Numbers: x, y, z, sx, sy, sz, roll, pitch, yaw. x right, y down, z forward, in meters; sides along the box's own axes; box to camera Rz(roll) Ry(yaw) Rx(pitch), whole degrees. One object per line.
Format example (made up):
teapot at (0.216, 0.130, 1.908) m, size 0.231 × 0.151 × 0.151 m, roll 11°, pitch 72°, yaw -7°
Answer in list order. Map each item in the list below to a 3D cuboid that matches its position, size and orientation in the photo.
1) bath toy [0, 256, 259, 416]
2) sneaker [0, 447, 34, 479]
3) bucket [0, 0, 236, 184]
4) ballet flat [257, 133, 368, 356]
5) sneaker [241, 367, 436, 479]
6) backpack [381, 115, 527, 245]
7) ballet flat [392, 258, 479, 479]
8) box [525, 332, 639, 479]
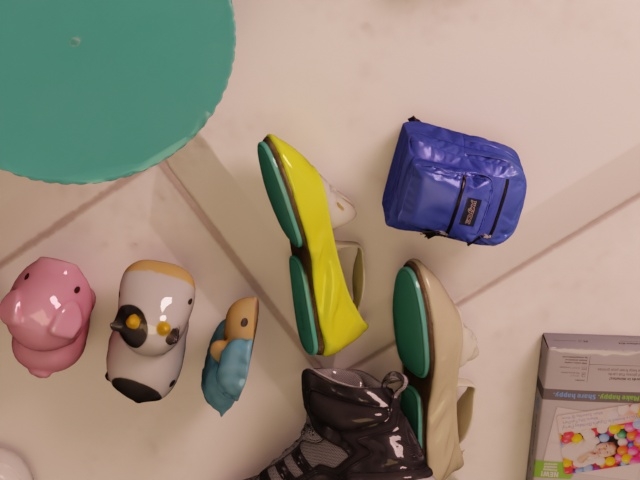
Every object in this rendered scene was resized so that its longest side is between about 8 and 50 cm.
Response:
bath toy at (-0.236, 0.079, 1.080) m, size 0.348 × 0.129 × 0.151 m, roll 10°, pitch 111°, yaw -2°
sneaker at (-0.397, 0.355, 1.168) m, size 0.108 × 0.169 × 0.292 m, roll 34°, pitch 107°, yaw -10°
bucket at (-0.196, -0.191, 0.909) m, size 0.281 × 0.183 × 0.281 m, roll -6°, pitch 123°, yaw -9°
ballet flat at (0.000, 0.000, 1.083) m, size 0.077 × 0.077 × 0.231 m, roll -19°, pitch 114°, yaw -15°
sneaker at (-0.008, 0.206, 1.143) m, size 0.268 × 0.101 × 0.153 m, roll -16°, pitch 75°, yaw 35°
backpack at (0.124, -0.041, 1.043) m, size 0.120 × 0.101 × 0.098 m, roll 12°, pitch 118°, yaw -7°
ballet flat at (0.114, 0.129, 1.128) m, size 0.086 × 0.086 × 0.248 m, roll 1°, pitch 113°, yaw 1°
box at (0.287, 0.185, 1.160) m, size 0.145 × 0.038 × 0.186 m, roll 3°, pitch 112°, yaw 0°
